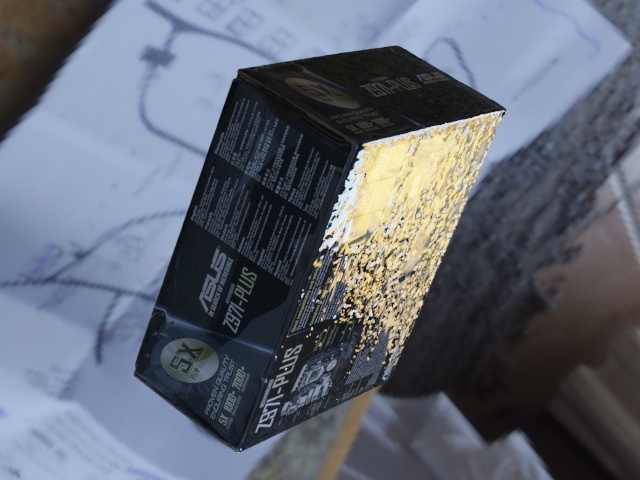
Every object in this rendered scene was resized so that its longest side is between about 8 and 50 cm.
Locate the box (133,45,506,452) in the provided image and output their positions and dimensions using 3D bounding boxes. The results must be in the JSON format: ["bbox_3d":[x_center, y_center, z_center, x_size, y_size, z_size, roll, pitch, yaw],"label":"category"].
[{"bbox_3d":[0.000,0.000,0.802,0.147,0.077,0.180,-19,136,-53],"label":"box"}]
